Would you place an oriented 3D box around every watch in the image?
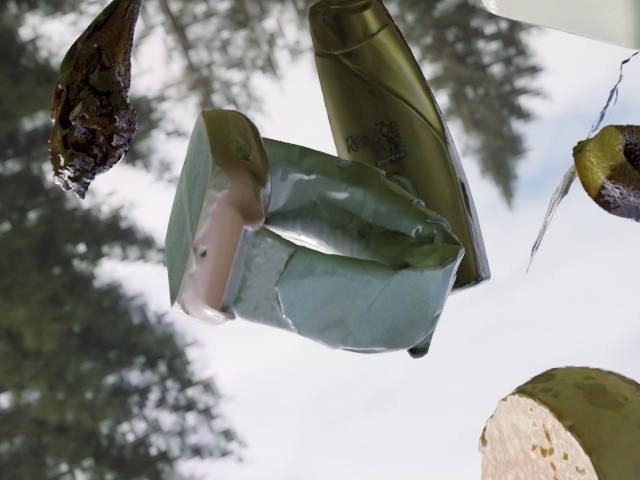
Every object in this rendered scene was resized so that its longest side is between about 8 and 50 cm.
[{"bbox_3d":[0.000,0.000,1.548,0.241,0.161,0.253,10,-155,-13],"label":"watch"}]

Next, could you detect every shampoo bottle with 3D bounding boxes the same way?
[{"bbox_3d":[0.080,-0.103,1.934,0.125,0.350,0.084,-20,175,21],"label":"shampoo bottle"}]

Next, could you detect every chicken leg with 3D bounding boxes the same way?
[{"bbox_3d":[-0.163,-0.124,1.349,0.089,0.048,0.219,-20,-132,36],"label":"chicken leg"}]

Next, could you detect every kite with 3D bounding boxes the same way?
[{"bbox_3d":[0.319,-0.095,2.189,0.015,0.310,0.169,25,-134,3],"label":"kite"}]

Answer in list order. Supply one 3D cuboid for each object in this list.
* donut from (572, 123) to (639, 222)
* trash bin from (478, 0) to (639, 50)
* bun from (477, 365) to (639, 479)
[{"bbox_3d":[0.360,-0.081,2.051,0.140,0.140,0.059,-41,170,-47],"label":"donut"},{"bbox_3d":[0.232,-0.303,1.594,0.243,0.247,0.121,17,-121,24],"label":"trash bin"},{"bbox_3d":[0.262,0.247,1.534,0.165,0.299,0.299,-9,-167,-22],"label":"bun"}]
